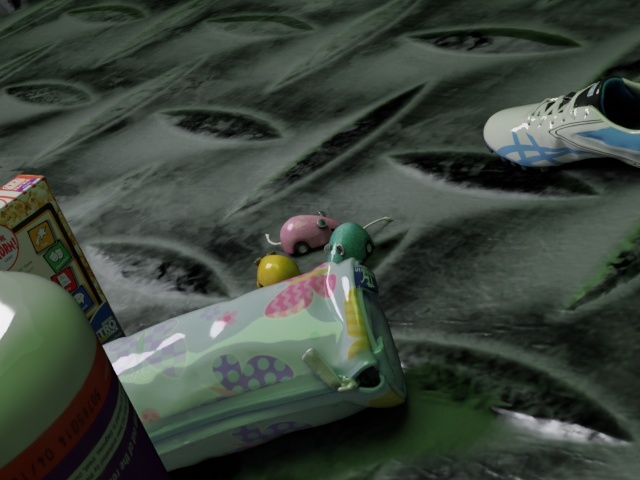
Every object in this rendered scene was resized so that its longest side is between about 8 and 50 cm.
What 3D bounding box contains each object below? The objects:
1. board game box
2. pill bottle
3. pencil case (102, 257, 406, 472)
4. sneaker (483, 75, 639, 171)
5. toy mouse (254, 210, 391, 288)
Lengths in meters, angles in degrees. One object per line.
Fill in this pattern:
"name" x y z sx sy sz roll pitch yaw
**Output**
"board game box" -0.260 0.063 1.221 0.045 0.193 0.147 6 37 46
"pill bottle" -0.143 0.188 0.716 0.181 0.323 0.181 -19 25 9
"pencil case" -0.071 0.109 1.066 0.273 0.113 0.124 -18 39 9
"sneaker" 0.241 -0.111 1.274 0.237 0.086 0.085 5 38 48
"toy mouse" 0.000 0.000 1.318 0.143 0.031 0.161 -27 25 -9
